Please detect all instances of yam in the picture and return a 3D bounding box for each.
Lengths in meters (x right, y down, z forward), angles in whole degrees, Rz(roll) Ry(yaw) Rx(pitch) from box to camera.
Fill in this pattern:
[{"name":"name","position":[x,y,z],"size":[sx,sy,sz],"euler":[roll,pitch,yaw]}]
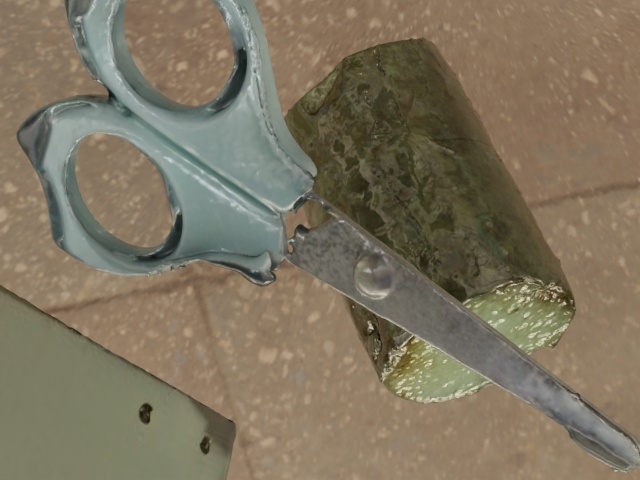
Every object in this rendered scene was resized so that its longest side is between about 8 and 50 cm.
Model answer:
[{"name":"yam","position":[0.071,-0.023,0.779],"size":[0.161,0.161,0.268],"euler":[-31,65,15]}]

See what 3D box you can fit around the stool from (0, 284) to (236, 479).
[{"name":"stool","position":[-0.202,0.097,0.336],"size":[0.243,0.270,0.170],"euler":[2,67,22]}]

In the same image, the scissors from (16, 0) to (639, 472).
[{"name":"scissors","position":[-0.001,0.000,0.486],"size":[0.360,0.029,0.191],"euler":[36,118,15]}]
